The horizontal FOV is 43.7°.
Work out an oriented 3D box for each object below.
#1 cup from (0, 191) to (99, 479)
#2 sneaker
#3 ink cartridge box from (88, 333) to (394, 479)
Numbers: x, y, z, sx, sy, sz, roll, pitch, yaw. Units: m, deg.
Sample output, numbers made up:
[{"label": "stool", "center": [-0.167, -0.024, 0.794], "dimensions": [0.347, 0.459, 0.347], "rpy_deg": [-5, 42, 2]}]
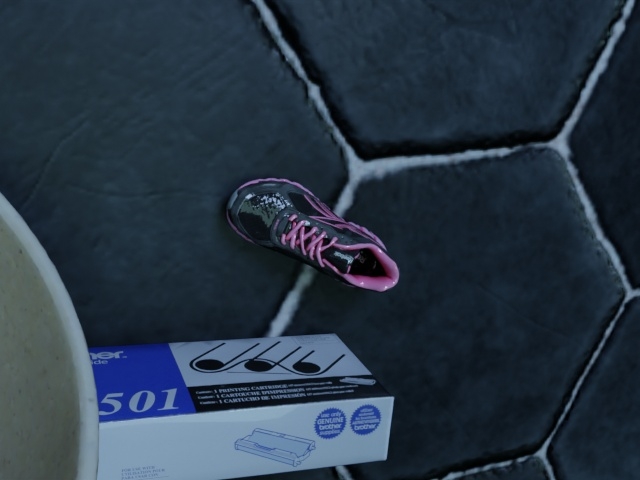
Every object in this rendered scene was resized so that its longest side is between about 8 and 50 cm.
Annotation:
[{"label": "cup", "center": [-0.288, 0.094, 0.294], "dimensions": [0.331, 0.331, 0.237], "rpy_deg": [32, 121, -25]}, {"label": "sneaker", "center": [0.000, 0.000, 0.486], "dimensions": [0.119, 0.057, 0.047], "rpy_deg": [24, 98, -23]}, {"label": "ink cartridge box", "center": [-0.072, 0.097, 0.465], "dimensions": [0.207, 0.097, 0.046], "rpy_deg": [-1, 106, -20]}]
